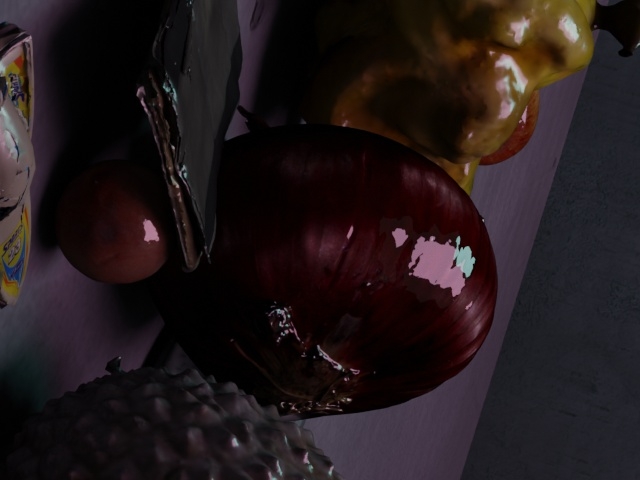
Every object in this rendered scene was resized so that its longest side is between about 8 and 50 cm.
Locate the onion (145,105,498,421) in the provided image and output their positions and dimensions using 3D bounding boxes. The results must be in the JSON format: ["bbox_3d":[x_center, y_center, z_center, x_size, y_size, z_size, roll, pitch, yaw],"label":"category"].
[{"bbox_3d":[0.000,0.000,1.226,0.273,0.273,0.285,90,2,-54],"label":"onion"}]

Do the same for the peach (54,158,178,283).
[{"bbox_3d":[-0.131,-0.012,1.043,0.083,0.083,0.083,19,90,-76],"label":"peach"}]

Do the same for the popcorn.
[{"bbox_3d":[0.100,-0.180,1.377,0.316,0.281,0.297,-54,-165,-8],"label":"popcorn"}]

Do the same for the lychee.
[{"bbox_3d":[-0.111,0.230,1.059,0.300,0.300,0.300,19,90,-76],"label":"lychee"}]

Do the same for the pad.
[{"bbox_3d":[-0.077,-0.114,1.063,0.233,0.022,0.174,-82,168,-46],"label":"pad"}]

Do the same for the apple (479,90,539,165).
[{"bbox_3d":[0.193,-0.170,1.943,0.131,0.146,0.146,-83,-177,-59],"label":"apple"}]

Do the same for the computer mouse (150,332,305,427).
[{"bbox_3d":[-0.061,0.107,1.408,0.188,0.121,0.371,84,25,-60],"label":"computer mouse"}]

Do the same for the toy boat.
[{"bbox_3d":[-0.180,-0.028,0.867,0.210,0.066,0.084,91,24,-53],"label":"toy boat"}]
